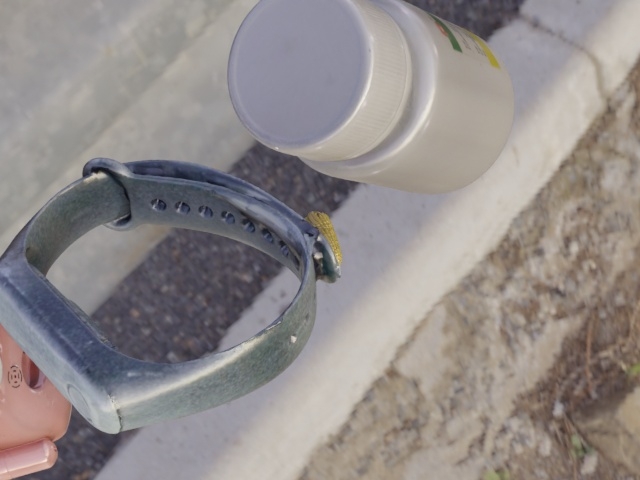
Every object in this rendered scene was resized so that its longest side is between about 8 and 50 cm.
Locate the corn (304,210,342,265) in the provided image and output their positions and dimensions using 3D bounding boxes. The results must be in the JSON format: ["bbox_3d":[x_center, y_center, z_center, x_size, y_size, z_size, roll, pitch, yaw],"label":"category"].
[{"bbox_3d":[0.000,0.000,1.121,0.028,0.027,0.083,-35,29,10],"label":"corn"}]

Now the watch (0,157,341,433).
[{"bbox_3d":[-0.106,0.024,0.874,0.193,0.068,0.206,-33,53,-26],"label":"watch"}]

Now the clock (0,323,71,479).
[{"bbox_3d":[-0.287,0.109,1.181,0.093,0.162,0.166,-17,39,5],"label":"clock"}]

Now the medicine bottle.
[{"bbox_3d":[0.060,-0.167,1.489,0.208,0.340,0.208,-3,85,30],"label":"medicine bottle"}]
